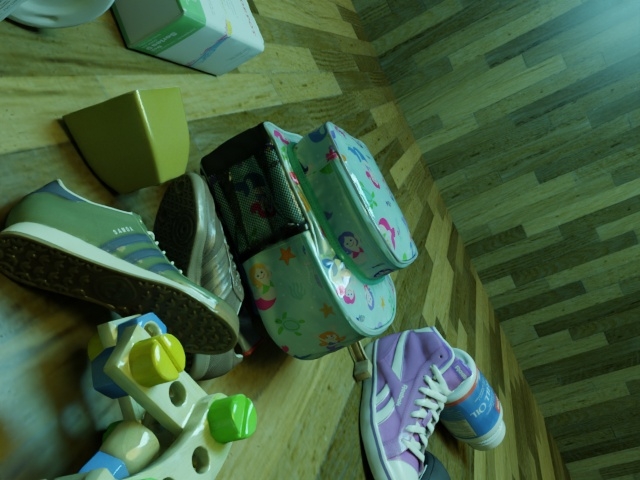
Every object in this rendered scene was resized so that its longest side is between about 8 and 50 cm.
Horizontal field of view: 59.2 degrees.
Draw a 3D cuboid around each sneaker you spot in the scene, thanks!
[{"bbox_3d":[0.147,0.241,0.830,0.102,0.160,0.282,52,26,-36],"label":"sneaker"},{"bbox_3d":[-0.144,0.015,0.443,0.192,0.064,0.086,30,35,-26],"label":"sneaker"},{"bbox_3d":[-0.110,0.034,0.528,0.071,0.066,0.189,9,77,-52],"label":"sneaker"}]

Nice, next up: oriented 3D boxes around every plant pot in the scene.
[{"bbox_3d":[-0.170,-0.091,0.528,0.081,0.081,0.083,-50,124,-67],"label":"plant pot"}]

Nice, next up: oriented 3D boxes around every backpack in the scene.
[{"bbox_3d":[0.000,0.000,0.649,0.225,0.190,0.254,4,68,-69],"label":"backpack"}]

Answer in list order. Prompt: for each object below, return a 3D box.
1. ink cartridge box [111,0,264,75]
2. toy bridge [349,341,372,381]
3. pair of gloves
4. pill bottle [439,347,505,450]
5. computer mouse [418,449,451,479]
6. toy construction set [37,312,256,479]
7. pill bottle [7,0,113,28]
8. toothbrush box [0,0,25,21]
[{"bbox_3d":[-0.176,-0.314,0.725,0.155,0.093,0.212,68,22,1],"label":"ink cartridge box"},{"bbox_3d":[0.025,0.122,0.844,0.188,0.026,0.063,58,20,-20],"label":"toy bridge"},{"bbox_3d":[-0.098,0.040,0.641,0.159,0.023,0.198,62,20,-7],"label":"pair of gloves"},{"bbox_3d":[0.291,0.327,1.133,0.222,0.124,0.124,52,25,-32],"label":"pill bottle"},{"bbox_3d":[0.178,0.435,0.835,0.184,0.060,0.262,64,21,-3],"label":"computer mouse"},{"bbox_3d":[-0.070,0.217,0.364,0.328,0.151,0.215,49,27,-14],"label":"toy construction set"},{"bbox_3d":[-0.252,-0.296,0.492,0.112,0.111,0.187,11,58,-65],"label":"pill bottle"},{"bbox_3d":[-0.265,-0.272,0.305,0.283,0.206,0.122,66,21,-3],"label":"toothbrush box"}]
